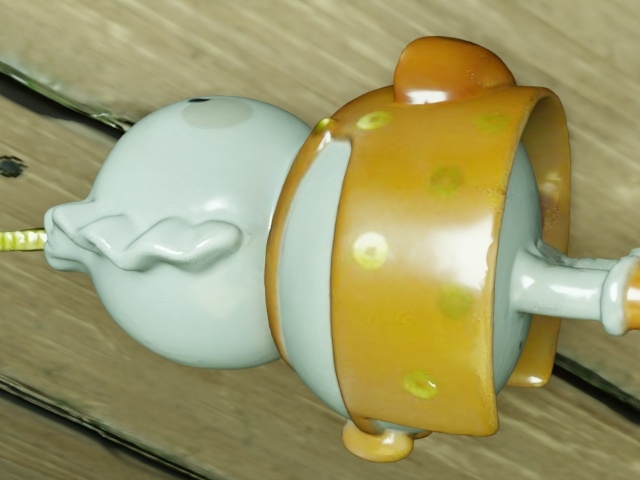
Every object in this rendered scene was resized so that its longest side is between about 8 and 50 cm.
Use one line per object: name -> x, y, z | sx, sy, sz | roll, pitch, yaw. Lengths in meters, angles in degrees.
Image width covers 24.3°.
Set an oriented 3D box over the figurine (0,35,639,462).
figurine -> 0.002, 0.010, 0.524 | 0.271, 0.143, 0.143 | -12, 135, 19
